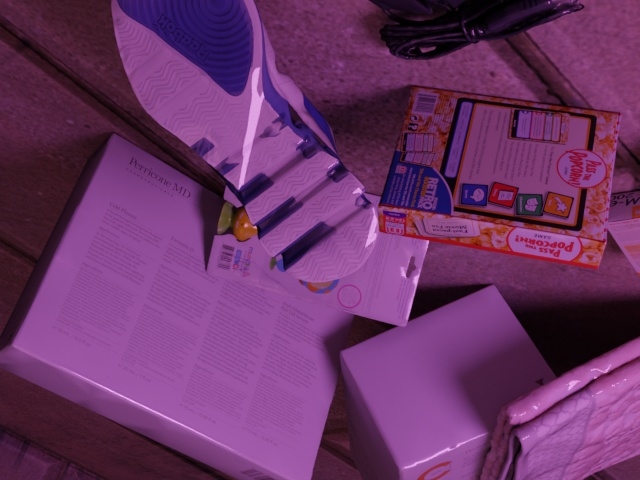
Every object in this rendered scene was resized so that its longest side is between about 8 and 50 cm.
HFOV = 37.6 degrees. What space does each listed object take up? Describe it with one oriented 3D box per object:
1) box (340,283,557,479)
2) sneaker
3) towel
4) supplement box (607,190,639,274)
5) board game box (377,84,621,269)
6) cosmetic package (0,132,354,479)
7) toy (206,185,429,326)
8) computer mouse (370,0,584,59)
[{"bbox_3d":[0.161,0.244,1.218,0.215,0.168,0.345,-22,148,-11],"label":"box"},{"bbox_3d":[-0.069,-0.113,0.870,0.127,0.182,0.315,-32,103,2],"label":"sneaker"},{"bbox_3d":[0.339,0.215,1.112,0.317,0.053,0.331,-23,149,-12],"label":"towel"},{"bbox_3d":[0.333,-0.008,0.945,0.062,0.036,0.098,-9,140,37],"label":"supplement box"},{"bbox_3d":[0.161,-0.061,0.842,0.194,0.146,0.045,10,148,13],"label":"board game box"},{"bbox_3d":[-0.148,0.092,1.105,0.377,0.284,0.097,32,148,-22],"label":"cosmetic package"},{"bbox_3d":[0.000,0.000,1.078,0.237,0.136,0.056,14,-171,2],"label":"toy"},{"bbox_3d":[0.063,-0.228,0.698,0.189,0.072,0.272,-10,140,38],"label":"computer mouse"}]
